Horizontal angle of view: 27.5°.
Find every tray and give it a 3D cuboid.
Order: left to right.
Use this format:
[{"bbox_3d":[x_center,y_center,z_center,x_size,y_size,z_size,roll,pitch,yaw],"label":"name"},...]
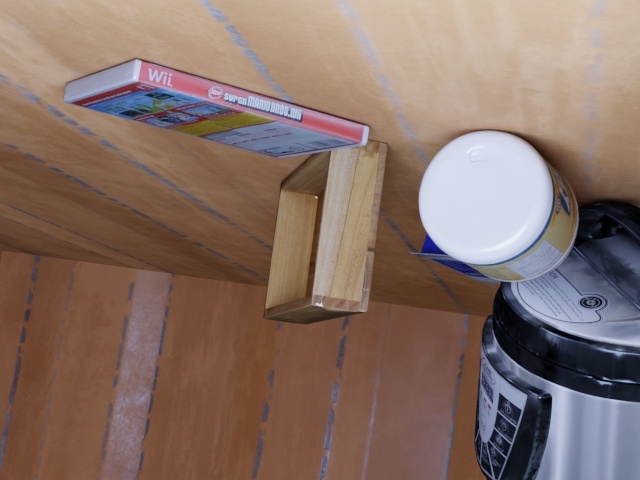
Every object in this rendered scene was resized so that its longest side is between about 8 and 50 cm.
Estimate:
[{"bbox_3d":[0.000,0.000,1.712,0.076,0.202,0.411,9,173,-10],"label":"tray"}]

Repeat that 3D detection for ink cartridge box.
[{"bbox_3d":[0.284,0.024,2.138,0.165,0.065,0.333,6,174,26],"label":"ink cartridge box"}]

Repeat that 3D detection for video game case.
[{"bbox_3d":[-0.118,-0.141,1.455,0.285,0.025,0.204,13,172,-31],"label":"video game case"}]

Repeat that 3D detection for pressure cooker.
[{"bbox_3d":[0.393,0.163,1.646,0.370,0.420,0.375,14,-150,30],"label":"pressure cooker"}]

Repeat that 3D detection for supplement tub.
[{"bbox_3d":[0.203,-0.032,1.443,0.144,0.144,0.200,6,173,24],"label":"supplement tub"}]
